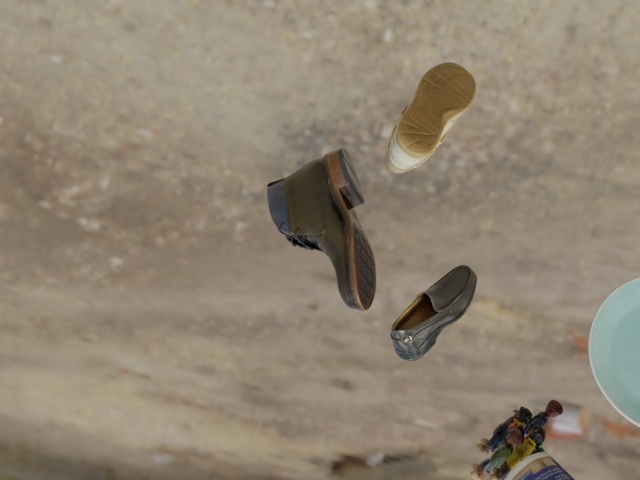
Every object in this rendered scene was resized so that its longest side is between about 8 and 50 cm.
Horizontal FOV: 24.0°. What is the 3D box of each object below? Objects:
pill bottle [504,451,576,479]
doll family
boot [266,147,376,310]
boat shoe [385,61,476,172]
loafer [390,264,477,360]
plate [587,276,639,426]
[{"bbox_3d":[0.233,0.265,1.443,0.120,0.067,0.067,45,-173,38],"label":"pill bottle"},{"bbox_3d":[0.280,0.277,2.115,0.076,0.111,0.193,38,-156,-5],"label":"doll family"},{"bbox_3d":[0.000,0.000,1.756,0.106,0.219,0.082,-18,142,14],"label":"boot"},{"bbox_3d":[0.115,-0.134,1.647,0.063,0.170,0.059,40,137,0],"label":"boat shoe"},{"bbox_3d":[0.164,0.094,2.162,0.062,0.170,0.061,22,153,38],"label":"loafer"},{"bbox_3d":[0.392,0.132,1.724,0.188,0.188,0.024,17,161,-6],"label":"plate"}]
